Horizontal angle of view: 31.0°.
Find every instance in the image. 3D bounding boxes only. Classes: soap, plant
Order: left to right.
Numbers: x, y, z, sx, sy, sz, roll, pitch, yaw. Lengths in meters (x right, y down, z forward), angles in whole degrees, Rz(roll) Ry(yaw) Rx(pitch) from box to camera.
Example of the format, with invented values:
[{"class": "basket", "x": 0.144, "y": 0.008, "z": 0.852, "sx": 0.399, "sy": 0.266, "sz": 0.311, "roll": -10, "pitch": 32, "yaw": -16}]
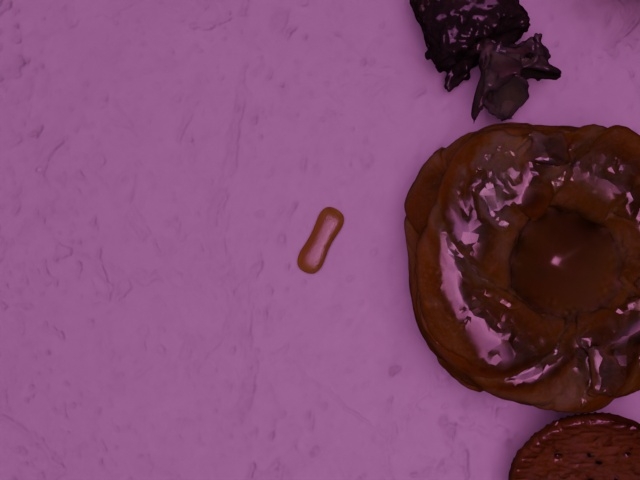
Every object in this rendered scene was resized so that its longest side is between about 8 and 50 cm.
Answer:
[{"class": "soap", "x": 0.000, "y": 0.000, "z": 1.453, "sx": 0.034, "sy": 0.012, "sz": 0.089, "roll": 26, "pitch": 89, "yaw": 6}, {"class": "plant", "x": 0.193, "y": -0.248, "z": 1.392, "sx": 0.142, "sy": 0.131, "sz": 0.203, "roll": -22, "pitch": 75, "yaw": 2}]

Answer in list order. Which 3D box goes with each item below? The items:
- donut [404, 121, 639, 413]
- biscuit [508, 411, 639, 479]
[{"class": "donut", "x": 0.262, "y": 0.022, "z": 1.338, "sx": 0.360, "sy": 0.170, "sz": 0.360, "roll": 0, "pitch": 87, "yaw": -2}, {"class": "biscuit", "x": 0.314, "y": 0.278, "z": 1.357, "sx": 0.187, "sy": 0.027, "sz": 0.188, "roll": -1, "pitch": 118, "yaw": -2}]
